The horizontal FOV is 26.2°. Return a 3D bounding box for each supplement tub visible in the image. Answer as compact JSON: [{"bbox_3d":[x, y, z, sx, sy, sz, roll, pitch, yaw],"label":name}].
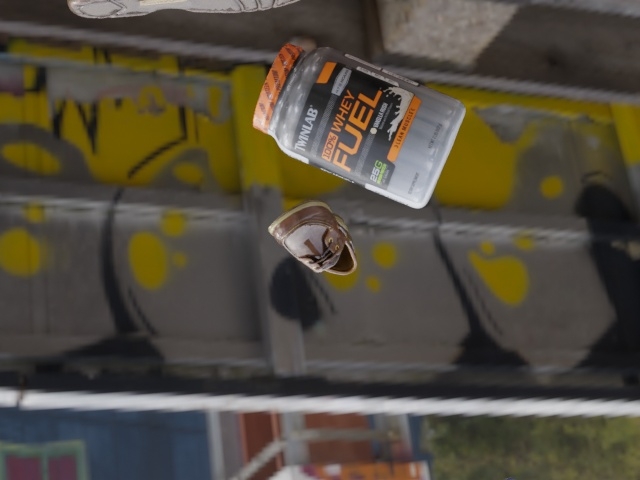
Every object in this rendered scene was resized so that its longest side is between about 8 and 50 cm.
[{"bbox_3d":[0.037,-0.117,1.357,0.190,0.117,0.117,22,153,4],"label":"supplement tub"}]

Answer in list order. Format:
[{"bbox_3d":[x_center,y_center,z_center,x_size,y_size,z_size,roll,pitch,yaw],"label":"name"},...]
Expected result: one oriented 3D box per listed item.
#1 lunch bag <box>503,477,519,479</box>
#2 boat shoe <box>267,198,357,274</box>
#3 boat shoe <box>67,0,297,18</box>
[{"bbox_3d":[0.242,0.436,1.540,0.115,0.303,0.243,-31,117,24],"label":"lunch bag"},{"bbox_3d":[0.000,0.000,1.502,0.064,0.060,0.178,-37,161,11],"label":"boat shoe"},{"bbox_3d":[-0.132,-0.290,1.408,0.257,0.095,0.095,-4,170,-13],"label":"boat shoe"}]
